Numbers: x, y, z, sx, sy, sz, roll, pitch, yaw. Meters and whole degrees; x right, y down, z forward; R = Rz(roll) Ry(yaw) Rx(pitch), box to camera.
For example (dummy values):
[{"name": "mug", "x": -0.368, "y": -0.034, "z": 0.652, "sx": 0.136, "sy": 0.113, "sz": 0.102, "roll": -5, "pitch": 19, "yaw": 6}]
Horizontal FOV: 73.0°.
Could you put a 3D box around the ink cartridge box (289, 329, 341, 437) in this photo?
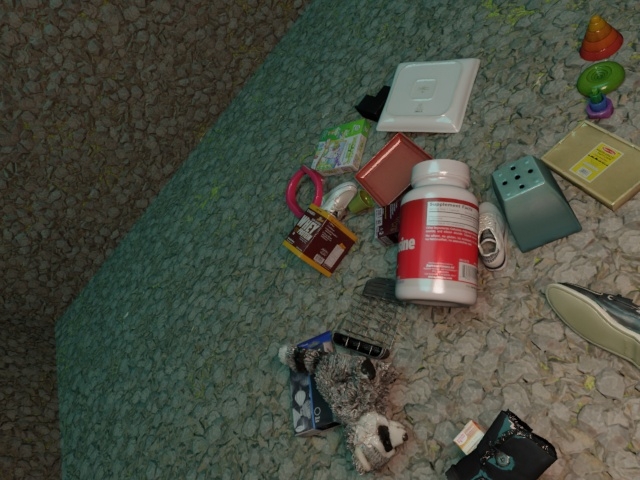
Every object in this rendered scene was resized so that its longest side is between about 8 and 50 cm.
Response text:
[{"name": "ink cartridge box", "x": -0.024, "y": 0.470, "z": 1.462, "sx": 0.165, "sy": 0.065, "sz": 0.332, "roll": -31, "pitch": 46, "yaw": 24}]

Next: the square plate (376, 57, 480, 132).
[{"name": "square plate", "x": 0.418, "y": -0.586, "z": 1.717, "sx": 0.347, "sy": 0.049, "sz": 0.344, "roll": 10, "pitch": 72, "yaw": 32}]

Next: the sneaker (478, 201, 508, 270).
[{"name": "sneaker", "x": 0.506, "y": -0.029, "z": 1.292, "sx": 0.090, "sy": 0.095, "sz": 0.235, "roll": -21, "pitch": 50, "yaw": 33}]

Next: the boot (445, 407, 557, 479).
[{"name": "boot", "x": 0.387, "y": 0.485, "z": 0.844, "sx": 0.207, "sy": 0.094, "sz": 0.246, "roll": -51, "pitch": 36, "yaw": 9}]

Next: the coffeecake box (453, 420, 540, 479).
[{"name": "coffeecake box", "x": 0.413, "y": 0.514, "z": 0.981, "sx": 0.068, "sy": 0.142, "sz": 0.185, "roll": -50, "pitch": 42, "yaw": 3}]

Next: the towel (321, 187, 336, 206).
[{"name": "towel", "x": 0.020, "y": -0.150, "z": 1.858, "sx": 0.152, "sy": 0.023, "sz": 0.113, "roll": -34, "pitch": 45, "yaw": 20}]

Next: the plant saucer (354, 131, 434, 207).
[{"name": "plant saucer", "x": 0.286, "y": -0.266, "z": 1.679, "sx": 0.259, "sy": 0.048, "sz": 0.258, "roll": -43, "pitch": 43, "yaw": 10}]

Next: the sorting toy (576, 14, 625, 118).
[{"name": "sorting toy", "x": 0.839, "y": -0.543, "z": 1.310, "sx": 0.127, "sy": 0.126, "sz": 0.365, "roll": -4, "pitch": 60, "yaw": 40}]

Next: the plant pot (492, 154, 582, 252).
[{"name": "plant pot", "x": 0.573, "y": -0.113, "z": 1.183, "sx": 0.165, "sy": 0.234, "sz": 0.165, "roll": -27, "pitch": 48, "yaw": 27}]

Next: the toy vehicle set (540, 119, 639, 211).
[{"name": "toy vehicle set", "x": 0.780, "y": -0.217, "z": 1.214, "sx": 0.166, "sy": 0.035, "sz": 0.267, "roll": -42, "pitch": 43, "yaw": 12}]

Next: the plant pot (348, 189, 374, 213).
[{"name": "plant pot", "x": 0.153, "y": -0.145, "z": 1.703, "sx": 0.079, "sy": 0.083, "sz": 0.083, "roll": -36, "pitch": 44, "yaw": 35}]

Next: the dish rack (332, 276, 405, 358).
[{"name": "dish rack", "x": 0.174, "y": 0.244, "z": 1.425, "sx": 0.208, "sy": 0.074, "sz": 0.271, "roll": 8, "pitch": 69, "yaw": 44}]

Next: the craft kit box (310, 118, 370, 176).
[{"name": "craft kit box", "x": 0.086, "y": -0.410, "z": 1.949, "sx": 0.247, "sy": 0.061, "sz": 0.250, "roll": -2, "pitch": 63, "yaw": 38}]

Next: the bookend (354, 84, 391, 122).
[{"name": "bookend", "x": 0.258, "y": -0.612, "z": 1.912, "sx": 0.156, "sy": 0.072, "sz": 0.157, "roll": -52, "pitch": 41, "yaw": 0}]

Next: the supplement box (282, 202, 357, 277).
[{"name": "supplement box", "x": 0.000, "y": 0.000, "z": 1.652, "sx": 0.194, "sy": 0.191, "sz": 0.129, "roll": -54, "pitch": 42, "yaw": -1}]

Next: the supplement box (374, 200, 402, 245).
[{"name": "supplement box", "x": 0.310, "y": -0.076, "z": 1.514, "sx": 0.239, "sy": 0.073, "sz": 0.130, "roll": -17, "pitch": 53, "yaw": 32}]

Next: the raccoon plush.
[{"name": "raccoon plush", "x": 0.051, "y": 0.495, "z": 1.287, "sx": 0.446, "sy": 0.216, "sz": 0.299, "roll": -5, "pitch": 66, "yaw": 44}]

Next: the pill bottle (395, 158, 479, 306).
[{"name": "pill bottle", "x": 0.345, "y": -0.018, "z": 1.273, "sx": 0.229, "sy": 0.229, "sz": 0.407, "roll": -5, "pitch": 73, "yaw": 40}]

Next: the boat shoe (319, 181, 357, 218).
[{"name": "boat shoe", "x": 0.048, "y": -0.126, "z": 1.751, "sx": 0.267, "sy": 0.096, "sz": 0.088, "roll": -38, "pitch": 32, "yaw": 19}]

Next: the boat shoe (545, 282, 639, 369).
[{"name": "boat shoe", "x": 0.688, "y": 0.183, "z": 0.983, "sx": 0.113, "sy": 0.127, "sz": 0.340, "roll": -28, "pitch": 32, "yaw": -15}]

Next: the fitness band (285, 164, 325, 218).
[{"name": "fitness band", "x": -0.068, "y": -0.212, "z": 1.916, "sx": 0.209, "sy": 0.054, "sz": 0.291, "roll": -64, "pitch": 36, "yaw": 20}]
